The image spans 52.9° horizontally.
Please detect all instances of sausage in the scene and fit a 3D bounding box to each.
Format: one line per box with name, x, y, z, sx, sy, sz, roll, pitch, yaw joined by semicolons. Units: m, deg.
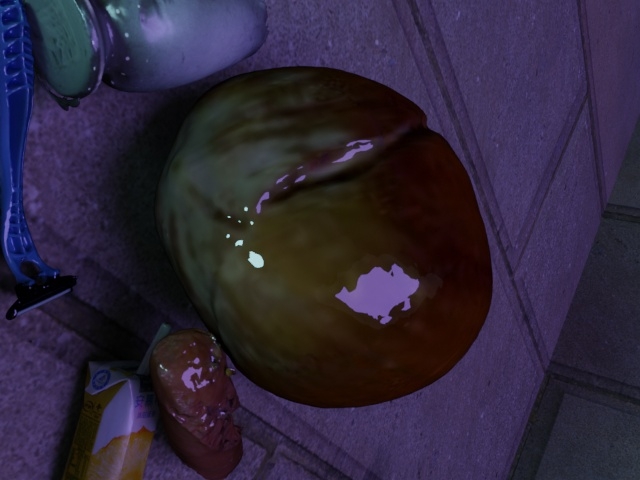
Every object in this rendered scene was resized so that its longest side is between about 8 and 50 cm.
sausage;-0.120;0.190;0.672;0.326;0.079;0.087;95;-6;-56

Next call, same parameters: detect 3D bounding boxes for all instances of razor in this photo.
razor;-0.247;-0.066;0.524;0.082;0.042;0.253;-44;137;-69

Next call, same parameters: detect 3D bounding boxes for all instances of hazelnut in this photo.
hazelnut;0.000;0.000;0.662;0.315;0.372;0.372;-43;153;21

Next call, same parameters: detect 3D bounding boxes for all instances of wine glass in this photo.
wine glass;-0.144;-0.189;0.565;0.204;0.111;0.111;-28;124;-42

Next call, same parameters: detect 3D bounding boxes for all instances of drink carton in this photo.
drink carton;-0.201;0.171;0.644;0.084;0.074;0.200;18;86;-57
